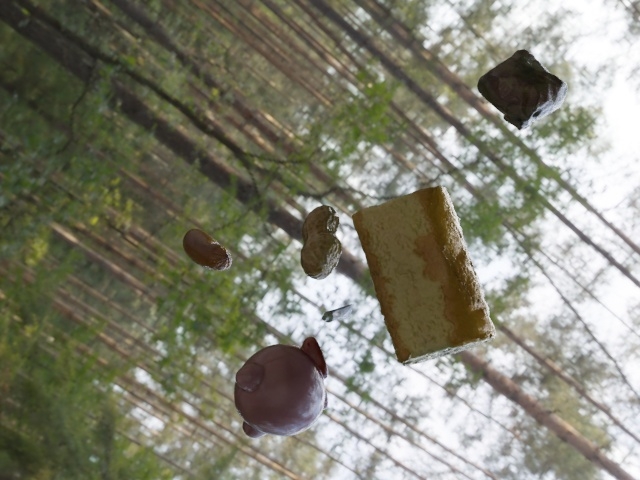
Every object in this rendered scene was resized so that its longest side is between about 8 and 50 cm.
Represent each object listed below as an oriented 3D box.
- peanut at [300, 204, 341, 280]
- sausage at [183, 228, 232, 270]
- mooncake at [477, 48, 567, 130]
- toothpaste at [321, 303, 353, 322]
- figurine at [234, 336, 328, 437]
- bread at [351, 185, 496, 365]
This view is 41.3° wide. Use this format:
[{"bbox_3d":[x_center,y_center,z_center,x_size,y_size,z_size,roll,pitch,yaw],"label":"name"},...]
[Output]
[{"bbox_3d":[0.002,-0.001,1.799,0.089,0.089,0.192,-37,-143,34],"label":"peanut"},{"bbox_3d":[-0.203,0.019,1.506,0.054,0.062,0.183,-43,-150,-11],"label":"sausage"},{"bbox_3d":[0.353,-0.267,1.486,0.125,0.130,0.073,-32,154,-26],"label":"mooncake"},{"bbox_3d":[0.028,0.117,1.341,0.019,0.083,0.027,28,-70,29],"label":"toothpaste"},{"bbox_3d":[-0.073,0.271,1.527,0.173,0.173,0.173,-42,-156,24],"label":"figurine"},{"bbox_3d":[0.234,0.076,1.913,0.237,0.375,0.165,-20,166,7],"label":"bread"}]
